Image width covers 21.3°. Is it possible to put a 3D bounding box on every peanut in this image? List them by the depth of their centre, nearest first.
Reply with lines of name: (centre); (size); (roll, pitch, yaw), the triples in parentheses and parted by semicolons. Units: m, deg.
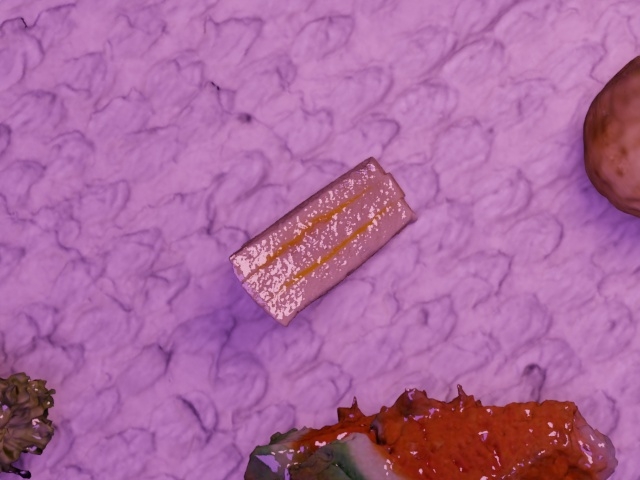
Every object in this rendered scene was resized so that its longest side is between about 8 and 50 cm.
peanut: (0.295, -0.090, 1.432); (0.159, 0.109, 0.141); (-40, 52, 25)

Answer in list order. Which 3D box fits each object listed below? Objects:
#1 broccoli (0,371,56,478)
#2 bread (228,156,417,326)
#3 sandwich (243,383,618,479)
broccoli: (-0.445, 0.227, 1.390); (0.275, 0.397, 0.353); (30, 102, 7)
bread: (0.005, -0.002, 1.472); (0.152, 0.105, 0.077); (-37, 93, 7)
sandwich: (0.108, 0.233, 1.434); (0.301, 0.162, 0.250); (-28, 92, 9)
